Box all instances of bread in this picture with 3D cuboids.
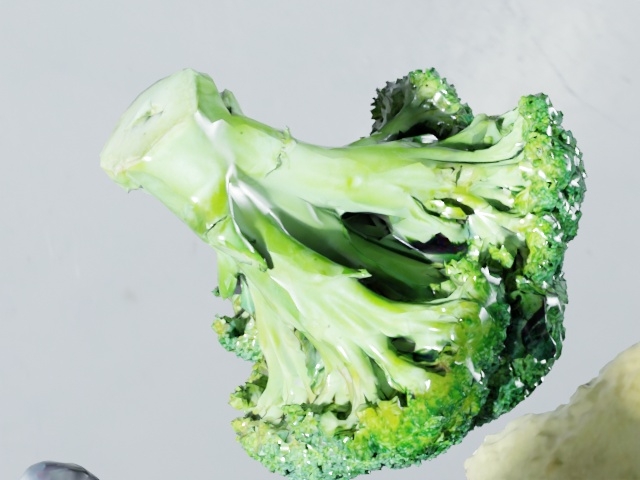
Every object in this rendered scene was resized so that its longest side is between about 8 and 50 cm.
[{"bbox_3d":[0.310,0.189,1.529,0.375,0.236,0.165,-33,140,17],"label":"bread"}]

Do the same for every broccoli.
[{"bbox_3d":[0.000,0.000,1.068,0.269,0.269,0.254,30,67,-18],"label":"broccoli"}]

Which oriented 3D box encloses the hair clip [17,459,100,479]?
[{"bbox_3d":[-0.030,0.166,0.684,0.257,0.075,0.146,24,113,21],"label":"hair clip"}]
